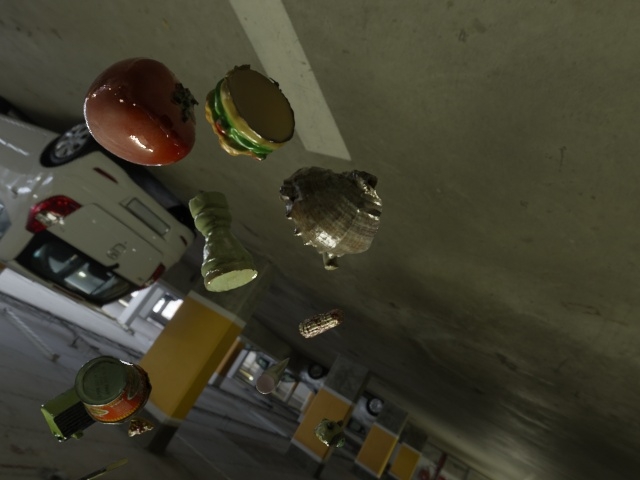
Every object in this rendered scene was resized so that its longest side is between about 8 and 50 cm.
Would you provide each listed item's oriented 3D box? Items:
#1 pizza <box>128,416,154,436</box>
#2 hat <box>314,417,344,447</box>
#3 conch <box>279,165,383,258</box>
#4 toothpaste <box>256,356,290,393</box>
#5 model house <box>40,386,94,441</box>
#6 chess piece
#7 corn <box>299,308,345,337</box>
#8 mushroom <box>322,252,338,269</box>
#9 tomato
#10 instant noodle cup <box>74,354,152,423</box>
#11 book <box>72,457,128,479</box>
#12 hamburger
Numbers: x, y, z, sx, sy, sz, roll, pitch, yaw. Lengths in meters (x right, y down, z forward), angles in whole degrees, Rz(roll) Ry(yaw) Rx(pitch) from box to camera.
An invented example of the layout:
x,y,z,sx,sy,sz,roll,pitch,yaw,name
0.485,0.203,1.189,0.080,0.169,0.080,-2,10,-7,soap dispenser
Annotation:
x,y,z,sx,sy,sz,roll,pitch,yaw,name
-0.582,0.605,1.335,0.083,0.078,0.025,36,-178,-31,pizza
0.030,0.511,1.121,0.077,0.059,0.076,25,176,-36,hat
0.012,-0.078,1.196,0.352,0.210,0.297,-10,105,64,conch
-0.160,0.466,1.451,0.066,0.100,0.323,41,176,8,toothpaste
-0.908,0.675,1.597,0.211,0.194,0.170,8,113,38,model house
-0.462,-0.006,1.925,0.234,0.234,0.442,82,168,-67,chess piece
0.006,0.381,1.916,0.092,0.092,0.280,40,136,-22,corn
0.002,-0.002,1.794,0.278,0.096,0.099,59,-173,6,mushroom
-0.532,-0.372,1.245,0.322,0.321,0.321,29,162,10,tomato
-0.597,0.415,1.190,0.193,0.193,0.212,31,149,3,instant noodle cup
-0.774,0.781,1.366,0.160,0.228,0.024,90,157,-72,book
-0.190,-0.310,1.066,0.149,0.237,0.237,-25,126,37,hamburger
